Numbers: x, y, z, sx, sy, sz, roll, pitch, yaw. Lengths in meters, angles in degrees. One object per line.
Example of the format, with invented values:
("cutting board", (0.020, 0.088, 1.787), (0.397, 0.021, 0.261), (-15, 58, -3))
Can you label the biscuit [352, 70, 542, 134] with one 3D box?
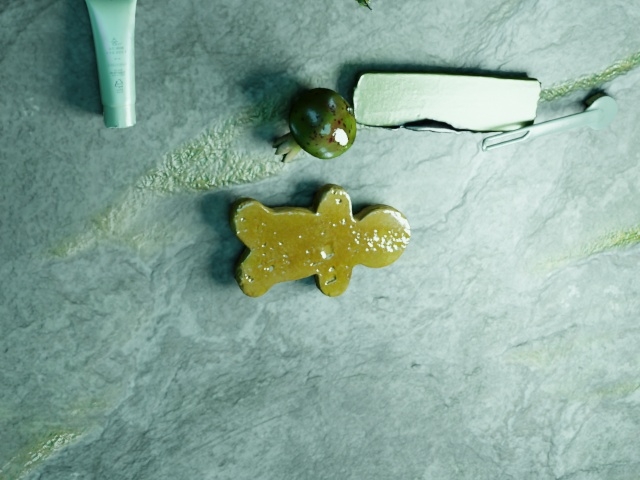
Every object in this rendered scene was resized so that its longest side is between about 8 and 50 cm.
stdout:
("biscuit", (0.200, -0.222, 2.026), (0.322, 0.038, 0.099), (0, 109, -17))

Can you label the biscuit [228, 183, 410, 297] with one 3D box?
("biscuit", (0.000, 0.000, 2.053), (0.301, 0.049, 0.197), (-7, 118, -14))

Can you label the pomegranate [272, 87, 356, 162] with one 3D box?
("pomegranate", (-0.012, -0.170, 1.950), (0.142, 0.114, 0.114), (-29, 120, 23))

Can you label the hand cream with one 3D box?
("hand cream", (-0.300, -0.268, 1.849), (0.078, 0.050, 0.205), (-5, 109, -13))

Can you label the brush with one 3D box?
("brush", (0.374, -0.189, 2.076), (0.266, 0.027, 0.062), (-16, 126, -20))

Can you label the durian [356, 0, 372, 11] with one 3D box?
("durian", (0.034, -0.442, 1.817), (0.095, 0.137, 0.220), (-24, 107, 6))
